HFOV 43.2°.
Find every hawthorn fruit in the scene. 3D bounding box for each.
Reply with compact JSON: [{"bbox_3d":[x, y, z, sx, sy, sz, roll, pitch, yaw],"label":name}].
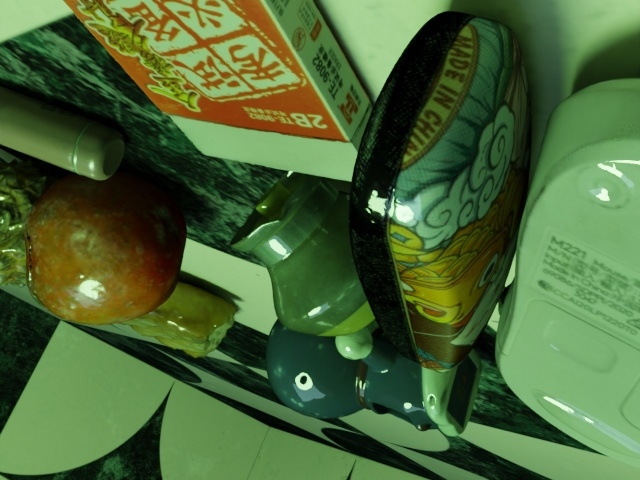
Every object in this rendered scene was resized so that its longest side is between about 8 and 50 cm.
[{"bbox_3d":[-0.220,0.006,0.849,0.173,0.173,0.173,21,162,7],"label":"hawthorn fruit"}]

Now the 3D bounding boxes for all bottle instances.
[{"bbox_3d":[-0.255,-0.101,0.756,0.140,0.053,0.053,21,162,9],"label":"bottle"}]

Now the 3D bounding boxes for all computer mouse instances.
[{"bbox_3d":[0.196,0.022,0.438,0.184,0.121,0.297,29,149,24],"label":"computer mouse"}]

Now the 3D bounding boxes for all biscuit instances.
[{"bbox_3d":[-0.240,0.112,1.295,0.213,0.091,0.274,24,164,-10],"label":"biscuit"}]

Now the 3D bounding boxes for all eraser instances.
[{"bbox_3d":[-0.062,-0.116,0.495,0.157,0.038,0.230,13,159,30],"label":"eraser"}]

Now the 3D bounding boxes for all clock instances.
[{"bbox_3d":[0.051,0.141,0.938,0.243,0.146,0.199,6,161,25],"label":"clock"}]

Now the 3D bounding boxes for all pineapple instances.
[{"bbox_3d":[-0.362,-0.015,0.992,0.166,0.166,0.193,24,172,-1],"label":"pineapple"}]

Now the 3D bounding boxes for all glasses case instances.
[{"bbox_3d":[0.077,-0.007,0.492,0.082,0.122,0.321,18,162,17],"label":"glasses case"}]

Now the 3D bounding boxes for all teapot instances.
[{"bbox_3d":[0.000,0.000,0.647,0.119,0.130,0.166,44,-170,-13],"label":"teapot"}]

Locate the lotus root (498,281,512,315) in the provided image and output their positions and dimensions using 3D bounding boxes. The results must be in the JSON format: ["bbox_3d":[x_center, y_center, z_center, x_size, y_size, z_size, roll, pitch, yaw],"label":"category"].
[{"bbox_3d":[0.209,0.065,0.595,0.165,0.088,0.088,15,161,21],"label":"lotus root"}]
